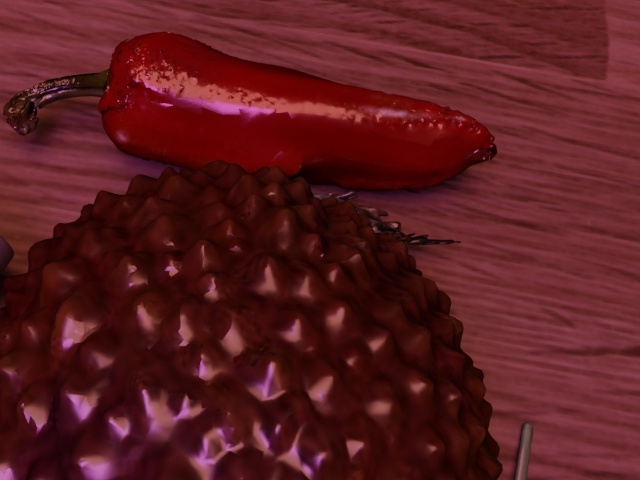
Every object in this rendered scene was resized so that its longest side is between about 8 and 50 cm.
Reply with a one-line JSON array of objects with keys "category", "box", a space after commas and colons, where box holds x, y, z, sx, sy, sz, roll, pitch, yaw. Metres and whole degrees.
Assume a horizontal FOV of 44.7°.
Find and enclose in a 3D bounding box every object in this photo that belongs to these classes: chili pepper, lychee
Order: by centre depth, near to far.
[{"category": "lychee", "box": [-0.051, 0.115, 0.428, 0.306, 0.306, 0.330, -9, 73, -9]}, {"category": "chili pepper", "box": [-0.052, -0.097, 0.620, 0.387, 0.110, 0.110, 11, 66, -2]}]

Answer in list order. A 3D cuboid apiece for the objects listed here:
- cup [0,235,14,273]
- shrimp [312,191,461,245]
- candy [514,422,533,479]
[{"category": "cup", "box": [-0.344, 0.038, 0.489, 0.221, 0.167, 0.202, 34, 68, -26]}, {"category": "shrimp", "box": [0.000, 0.000, 0.602, 0.232, 0.079, 0.090, 1, 30, -9]}, {"category": "candy", "box": [0.128, 0.219, 0.538, 0.060, 0.060, 0.201, 20, 59, 3]}]
